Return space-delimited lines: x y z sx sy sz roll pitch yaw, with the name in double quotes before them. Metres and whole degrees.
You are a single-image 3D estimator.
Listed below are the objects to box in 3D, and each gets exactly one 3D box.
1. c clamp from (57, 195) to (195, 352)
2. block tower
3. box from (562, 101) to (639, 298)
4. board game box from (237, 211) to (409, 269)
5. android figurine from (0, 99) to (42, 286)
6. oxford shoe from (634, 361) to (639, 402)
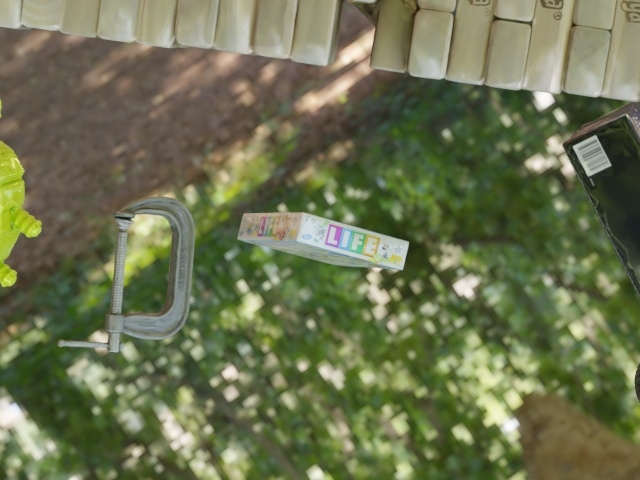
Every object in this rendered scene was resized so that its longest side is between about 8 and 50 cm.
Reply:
"c clamp" -0.176 0.032 1.593 0.137 0.160 0.022 13 172 -38
"block tower" 0.028 -0.121 0.751 0.335 0.097 0.091 9 -172 2
"box" 0.442 -0.049 2.261 0.103 0.261 0.184 -27 -177 18
"board game box" 0.000 0.000 1.488 0.103 0.026 0.154 15 175 -22
"android figurine" -0.399 -0.059 1.659 0.248 0.273 0.056 -62 167 22
"oxford shoe" 0.360 0.096 1.291 0.227 0.083 0.096 -9 164 12
